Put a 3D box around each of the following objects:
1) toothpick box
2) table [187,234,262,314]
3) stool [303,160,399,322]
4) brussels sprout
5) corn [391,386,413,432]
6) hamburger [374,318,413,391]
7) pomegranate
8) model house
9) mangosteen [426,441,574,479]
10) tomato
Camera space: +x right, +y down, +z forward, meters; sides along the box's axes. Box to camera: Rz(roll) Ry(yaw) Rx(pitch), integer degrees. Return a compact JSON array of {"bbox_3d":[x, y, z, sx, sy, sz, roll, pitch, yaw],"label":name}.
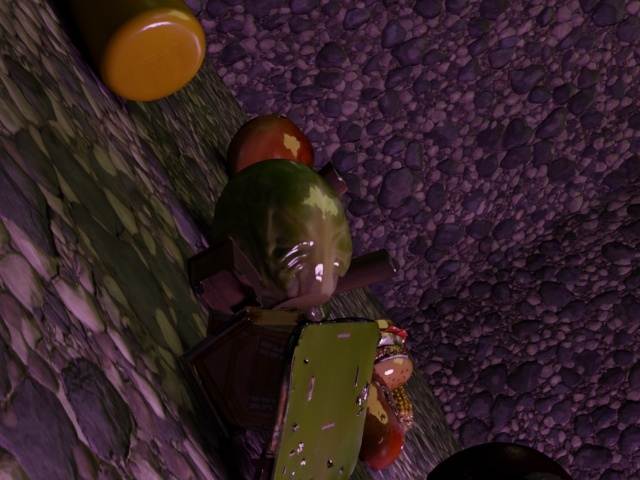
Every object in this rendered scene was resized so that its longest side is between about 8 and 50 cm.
[{"bbox_3d":[-0.310,-0.368,1.419,0.271,0.175,0.175,57,4,30],"label":"toothpick box"},{"bbox_3d":[-0.126,0.058,1.189,0.083,0.070,0.082,56,9,-28],"label":"table"},{"bbox_3d":[0.000,0.000,1.905,0.310,0.226,0.310,58,3,1],"label":"stool"},{"bbox_3d":[-0.060,-0.010,1.426,0.244,0.244,0.244,57,5,-8],"label":"brussels sprout"},{"bbox_3d":[0.130,0.322,1.992,0.097,0.097,0.320,55,4,-30],"label":"corn"},{"bbox_3d":[0.114,0.252,1.844,0.137,0.175,0.175,68,9,27],"label":"hamburger"},{"bbox_3d":[-0.115,-0.193,2.080,0.209,0.209,0.209,57,5,-8],"label":"pomegranate"},{"bbox_3d":[-0.054,0.174,0.990,0.294,0.154,0.207,15,86,-71],"label":"model house"},{"bbox_3d":[0.240,0.434,1.295,0.293,0.297,0.297,20,-1,9],"label":"mangosteen"},{"bbox_3d":[0.081,0.295,1.621,0.237,0.095,0.237,58,4,-7],"label":"tomato"}]
